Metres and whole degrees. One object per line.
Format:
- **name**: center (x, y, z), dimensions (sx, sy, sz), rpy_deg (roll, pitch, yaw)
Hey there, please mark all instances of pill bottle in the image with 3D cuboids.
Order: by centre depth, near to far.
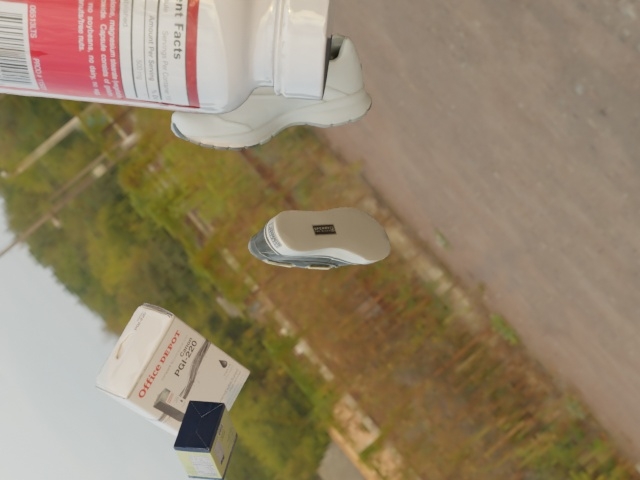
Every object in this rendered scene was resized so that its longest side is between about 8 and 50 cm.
- **pill bottle**: center (-0.190, -0.259, 1.291), dimensions (0.407, 0.229, 0.229), rpy_deg (6, 173, 1)

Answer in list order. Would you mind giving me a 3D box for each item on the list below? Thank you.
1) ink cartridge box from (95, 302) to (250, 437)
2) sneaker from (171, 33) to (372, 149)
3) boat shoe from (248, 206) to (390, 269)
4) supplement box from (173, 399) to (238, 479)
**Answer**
- **ink cartridge box**: center (-0.238, 0.224, 1.936), dimensions (0.092, 0.159, 0.218), rpy_deg (13, 159, 45)
- **sneaker**: center (-0.073, -0.211, 1.661), dimensions (0.111, 0.297, 0.129), rpy_deg (38, 142, 56)
- **boat shoe**: center (0.000, 0.000, 1.582), dimensions (0.219, 0.070, 0.078), rpy_deg (5, -117, -42)
- **supplement box**: center (-0.165, 0.290, 1.713), dimensions (0.056, 0.083, 0.083), rpy_deg (2, 137, 17)
